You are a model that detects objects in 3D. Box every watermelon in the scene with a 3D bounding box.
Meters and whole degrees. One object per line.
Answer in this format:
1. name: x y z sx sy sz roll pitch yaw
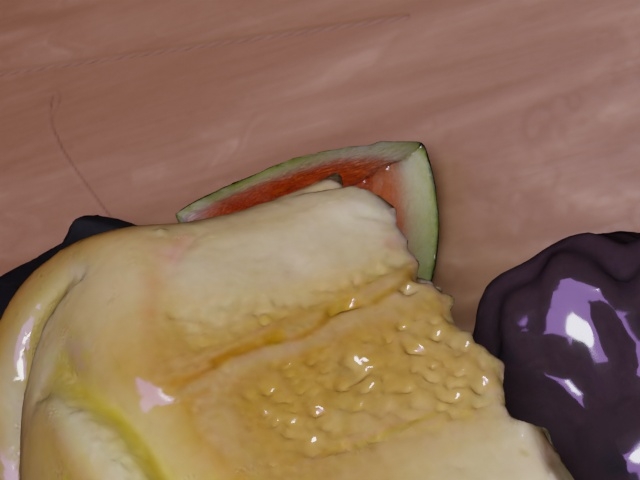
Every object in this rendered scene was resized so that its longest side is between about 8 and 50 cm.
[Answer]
1. watermelon: 0.006 0.004 1.034 0.145 0.137 0.193 -32 68 -18

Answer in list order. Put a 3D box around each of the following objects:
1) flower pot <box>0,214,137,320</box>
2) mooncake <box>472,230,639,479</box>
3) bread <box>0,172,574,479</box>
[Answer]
1. flower pot: -0.230 0.179 1.005 0.379 0.251 0.379 1 91 30
2. mooncake: 0.203 0.124 0.903 0.283 0.141 0.283 -2 84 22
3. bread: -0.037 0.135 0.837 0.315 0.270 0.211 54 148 30
